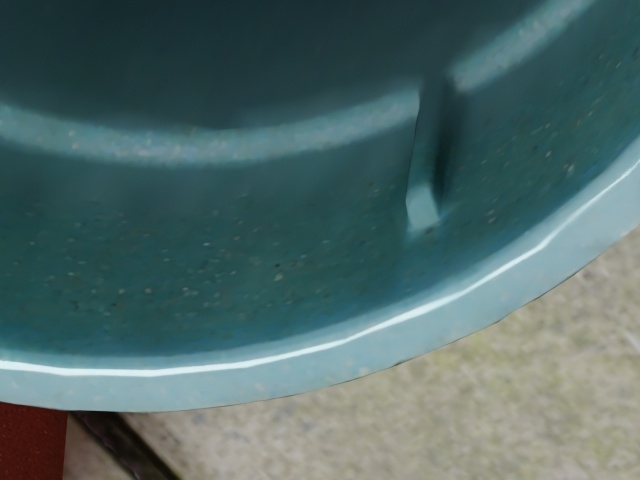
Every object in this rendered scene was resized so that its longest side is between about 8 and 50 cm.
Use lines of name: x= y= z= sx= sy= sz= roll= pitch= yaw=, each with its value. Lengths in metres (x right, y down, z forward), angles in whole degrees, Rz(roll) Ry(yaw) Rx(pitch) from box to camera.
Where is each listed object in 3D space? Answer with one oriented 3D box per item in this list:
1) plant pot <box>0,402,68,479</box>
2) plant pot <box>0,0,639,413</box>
plant pot: x=-0.241 y=0.074 z=0.764 sx=0.235 sy=0.267 sz=0.267 roll=27 pitch=125 yaw=-24
plant pot: x=-0.032 y=-0.191 z=0.506 sx=0.341 sy=0.334 sz=0.341 roll=6 pitch=121 yaw=10
